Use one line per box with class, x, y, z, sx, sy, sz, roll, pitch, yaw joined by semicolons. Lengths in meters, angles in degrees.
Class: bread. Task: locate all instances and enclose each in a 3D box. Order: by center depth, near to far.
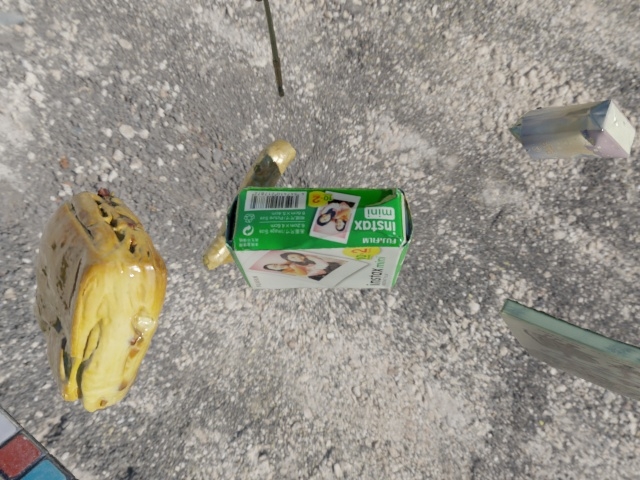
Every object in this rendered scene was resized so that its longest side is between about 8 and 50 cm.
bread;-0.290;0.069;0.601;0.210;0.099;0.235;45;119;36

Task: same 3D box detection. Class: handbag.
handbag;0.430;-0.191;0.827;0.117;0.173;0.095;24;81;-37

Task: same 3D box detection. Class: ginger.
ginger;-0.138;-0.067;0.922;0.065;0.118;0.299;36;116;8

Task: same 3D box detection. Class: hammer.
hammer;-0.035;-0.149;0.359;0.014;0.123;0.029;12;71;7

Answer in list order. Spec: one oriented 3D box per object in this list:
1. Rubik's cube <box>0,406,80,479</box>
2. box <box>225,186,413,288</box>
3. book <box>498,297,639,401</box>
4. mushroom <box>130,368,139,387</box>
Rubik's cube;-0.193;0.173;0.272;0.092;0.092;0.092;35;131;13
box;0.000;0.000;0.701;0.250;0.180;0.103;0;65;3
book;0.462;0.203;0.806;0.260;0.371;0.043;21;81;37
mushroom;-0.390;0.224;0.892;0.129;0.073;0.088;48;118;2
